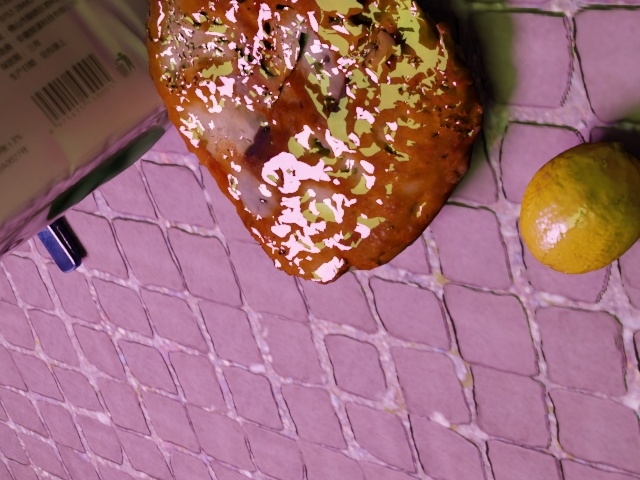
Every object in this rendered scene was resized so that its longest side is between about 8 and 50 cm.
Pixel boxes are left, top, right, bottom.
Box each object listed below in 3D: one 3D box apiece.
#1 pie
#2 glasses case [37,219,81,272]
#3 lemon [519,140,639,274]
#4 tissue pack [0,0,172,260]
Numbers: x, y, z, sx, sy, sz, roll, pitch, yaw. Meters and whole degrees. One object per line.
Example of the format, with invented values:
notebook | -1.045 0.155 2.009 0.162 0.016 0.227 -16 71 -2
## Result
pie | -0.012 -0.117 0.954 0.308 0.085 0.308 23 132 27
glasses case | -0.286 -0.004 1.383 0.033 0.023 0.083 -16 113 41
lemon | 0.176 -0.019 0.858 0.082 0.082 0.110 42 141 8
tissue pack | -0.308 -0.113 1.032 0.266 0.356 0.194 51 147 -5
